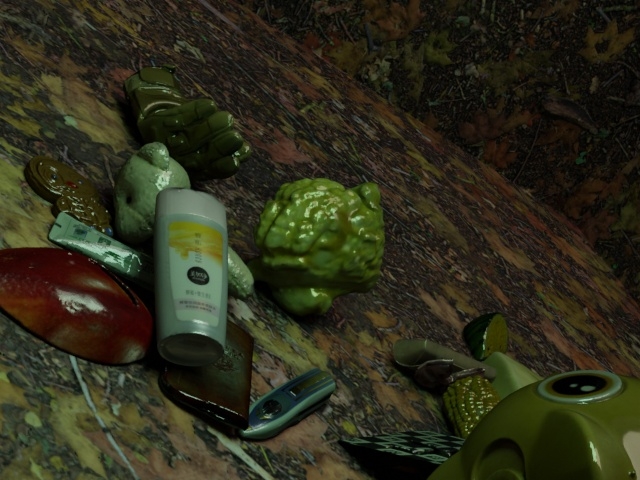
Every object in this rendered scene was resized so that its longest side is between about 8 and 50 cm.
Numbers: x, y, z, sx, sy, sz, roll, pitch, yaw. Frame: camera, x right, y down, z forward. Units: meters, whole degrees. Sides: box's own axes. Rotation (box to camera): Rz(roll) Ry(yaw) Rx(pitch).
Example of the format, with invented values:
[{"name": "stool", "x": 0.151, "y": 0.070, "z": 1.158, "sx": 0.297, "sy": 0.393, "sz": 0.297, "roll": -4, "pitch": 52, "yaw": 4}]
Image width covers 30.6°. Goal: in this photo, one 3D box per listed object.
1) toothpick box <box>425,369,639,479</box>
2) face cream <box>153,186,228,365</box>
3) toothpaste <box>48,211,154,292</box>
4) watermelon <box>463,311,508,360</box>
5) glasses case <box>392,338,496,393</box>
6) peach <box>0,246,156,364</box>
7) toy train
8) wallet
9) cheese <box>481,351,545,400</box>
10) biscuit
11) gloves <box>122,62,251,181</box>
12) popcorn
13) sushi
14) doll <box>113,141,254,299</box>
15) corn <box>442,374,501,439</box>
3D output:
[{"name": "toothpick box", "x": 0.375, "y": 0.373, "z": 1.558, "sx": 0.425, "sy": 0.409, "sz": 0.409, "roll": 19, "pitch": 27, "yaw": -35}, {"name": "face cream", "x": -0.177, "y": 0.043, "z": 1.587, "sx": 0.107, "sy": 0.073, "sz": 0.269, "roll": 17, "pitch": 42, "yaw": -23}, {"name": "toothpaste", "x": -0.278, "y": 0.028, "z": 1.649, "sx": 0.218, "sy": 0.041, "sz": 0.064, "roll": 29, "pitch": 37, "yaw": -14}, {"name": "watermelon", "x": 0.360, "y": 0.193, "z": 2.465, "sx": 0.092, "sy": 0.075, "sz": 0.181, "roll": 51, "pitch": 20, "yaw": 19}, {"name": "glasses case", "x": 0.228, "y": 0.233, "z": 2.073, "sx": 0.193, "sy": 0.070, "sz": 0.102, "roll": 25, "pitch": -18, "yaw": -35}, {"name": "peach", "x": -0.314, "y": 0.060, "z": 1.473, "sx": 0.279, "sy": 0.068, "sz": 0.189, "roll": 23, "pitch": 24, "yaw": -42}, {"name": "toy train", "x": -0.047, "y": 0.229, "z": 1.636, "sx": 0.055, "sy": 0.048, "sz": 0.252, "roll": 42, "pitch": 19, "yaw": 12}, {"name": "wallet", "x": -0.152, "y": 0.163, "z": 1.604, "sx": 0.137, "sy": 0.031, "sz": 0.255, "roll": 31, "pitch": 18, "yaw": -13}, {"name": "cheese", "x": 0.411, "y": 0.351, "z": 2.136, "sx": 0.265, "sy": 0.124, "sz": 0.242, "roll": 32, "pitch": 17, "yaw": -25}, {"name": "biscuit", "x": -0.364, "y": -0.065, "z": 1.722, "sx": 0.175, "sy": 0.026, "sz": 0.124, "roll": 50, "pitch": 21, "yaw": 26}, {"name": "gloves", "x": -0.244, "y": -0.199, "z": 2.091, "sx": 0.331, "sy": 0.141, "sz": 0.154, "roll": 44, "pitch": -10, "yaw": 42}, {"name": "popcorn", "x": 0.000, "y": 0.000, "z": 1.942, "sx": 0.256, "sy": 0.255, "sz": 0.195, "roll": 25, "pitch": 24, "yaw": -55}, {"name": "sushi", "x": 0.171, "y": 0.331, "z": 1.763, "sx": 0.192, "sy": 0.043, "sz": 0.279, "roll": 6, "pitch": -1, "yaw": 33}, {"name": "doll", "x": -0.213, "y": -0.008, "z": 1.782, "sx": 0.278, "sy": 0.175, "sz": 0.149, "roll": 45, "pitch": 55, "yaw": -12}, {"name": "corn", "x": 0.276, "y": 0.336, "z": 1.938, "sx": 0.102, "sy": 0.102, "sz": 0.313, "roll": 32, "pitch": 21, "yaw": -24}]
